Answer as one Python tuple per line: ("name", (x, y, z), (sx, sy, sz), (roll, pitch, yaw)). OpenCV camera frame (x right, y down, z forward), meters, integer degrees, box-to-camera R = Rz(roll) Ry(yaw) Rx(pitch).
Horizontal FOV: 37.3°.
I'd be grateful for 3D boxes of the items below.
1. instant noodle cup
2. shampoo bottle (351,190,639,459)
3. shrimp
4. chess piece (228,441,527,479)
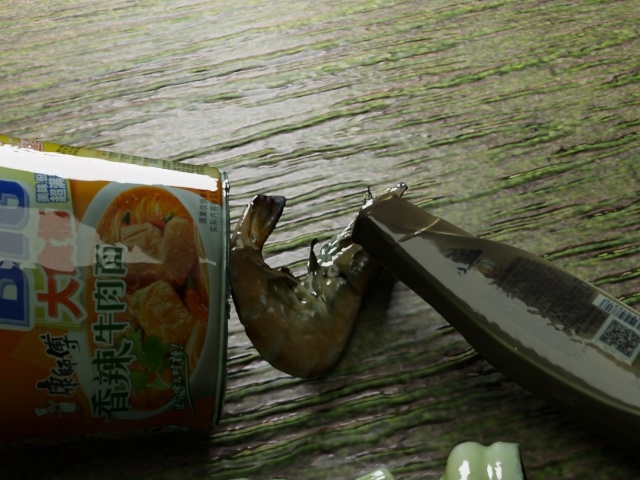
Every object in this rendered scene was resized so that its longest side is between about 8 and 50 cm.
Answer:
("instant noodle cup", (-0.191, 0.046, 0.815), (0.214, 0.296, 0.296), (2, 46, -10))
("shampoo bottle", (0.185, 0.066, 0.862), (0.350, 0.084, 0.125), (32, 49, 18))
("shrimp", (0.000, 0.000, 0.933), (0.058, 0.169, 0.296), (-17, 30, 40))
("chess piece", (0.017, 0.250, 0.702), (0.298, 0.176, 0.176), (-10, 45, 12))
